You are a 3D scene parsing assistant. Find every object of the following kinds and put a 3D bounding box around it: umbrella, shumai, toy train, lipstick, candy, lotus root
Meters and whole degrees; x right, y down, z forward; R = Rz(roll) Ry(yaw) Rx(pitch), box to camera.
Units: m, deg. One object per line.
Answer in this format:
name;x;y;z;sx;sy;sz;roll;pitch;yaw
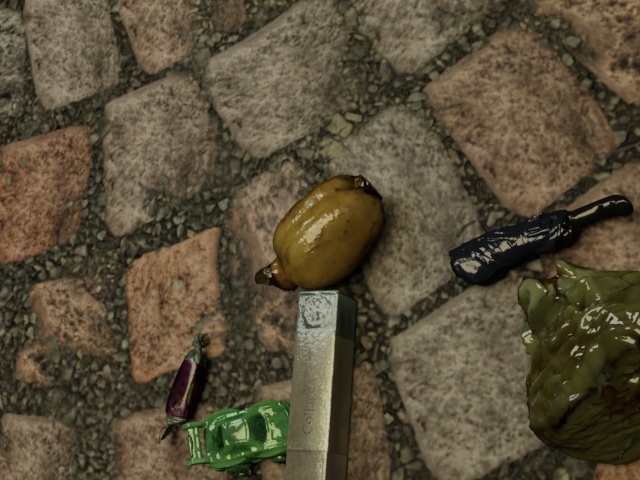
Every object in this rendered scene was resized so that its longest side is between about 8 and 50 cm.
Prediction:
umbrella;0.289;-0.003;1.502;0.248;0.071;0.071;-23;66;15
shumai;0.347;0.127;1.386;0.256;0.189;0.218;-51;40;23
toy train;-0.108;0.275;1.607;0.149;0.081;0.099;-18;67;22
lipstick;0.000;0.230;1.572;0.066;0.068;0.317;-3;75;26
candy;-0.199;0.219;1.690;0.043;0.045;0.175;16;83;24
lotus root;0.000;0.000;1.612;0.221;0.118;0.125;-47;28;11
